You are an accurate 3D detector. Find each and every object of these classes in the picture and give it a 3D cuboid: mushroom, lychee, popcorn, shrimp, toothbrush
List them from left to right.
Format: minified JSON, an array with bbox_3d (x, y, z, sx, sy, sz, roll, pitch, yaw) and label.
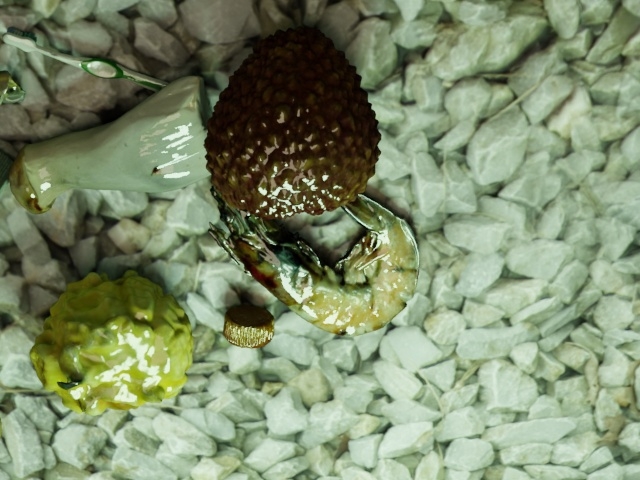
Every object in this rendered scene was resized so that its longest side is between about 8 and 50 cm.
[{"bbox_3d":[-0.305,-0.243,1.624,0.304,0.030,0.030,19,118,-9],"label":"toothbrush"},{"bbox_3d":[-0.319,0.168,1.748,0.249,0.225,0.249,0,110,-1],"label":"popcorn"},{"bbox_3d":[-0.298,-0.132,1.644,0.329,0.122,0.159,-13,110,12],"label":"mushroom"},{"bbox_3d":[-0.035,-0.161,1.551,0.272,0.271,0.271,1,119,1],"label":"lychee"},{"bbox_3d":[0.000,0.000,1.739,0.233,0.071,0.365,-43,110,12],"label":"shrimp"}]

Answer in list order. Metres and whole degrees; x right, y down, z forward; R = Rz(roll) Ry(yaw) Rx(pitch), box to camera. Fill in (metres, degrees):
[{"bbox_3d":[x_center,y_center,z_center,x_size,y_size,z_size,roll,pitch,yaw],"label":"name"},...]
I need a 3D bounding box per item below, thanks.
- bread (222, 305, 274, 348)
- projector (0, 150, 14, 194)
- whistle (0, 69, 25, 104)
[{"bbox_3d":[-0.115,0.142,1.807,0.085,0.085,0.053,5,113,-1],"label":"bread"},{"bbox_3d":[-0.556,-0.027,1.623,0.099,0.256,0.192,40,114,-18],"label":"projector"},{"bbox_3d":[-0.591,-0.202,1.641,0.327,0.057,0.068,-7,164,5],"label":"whistle"}]
